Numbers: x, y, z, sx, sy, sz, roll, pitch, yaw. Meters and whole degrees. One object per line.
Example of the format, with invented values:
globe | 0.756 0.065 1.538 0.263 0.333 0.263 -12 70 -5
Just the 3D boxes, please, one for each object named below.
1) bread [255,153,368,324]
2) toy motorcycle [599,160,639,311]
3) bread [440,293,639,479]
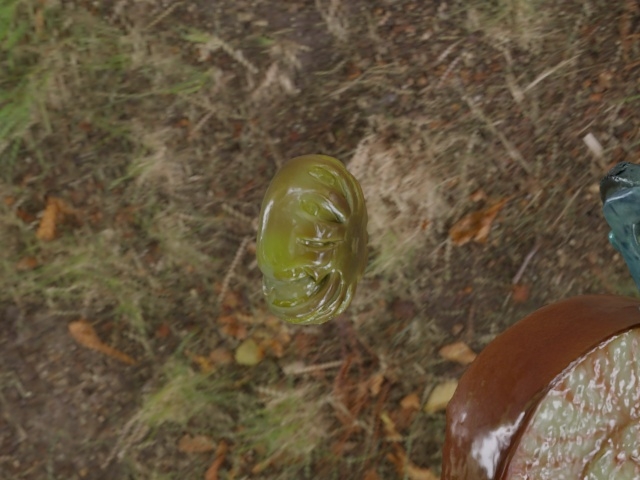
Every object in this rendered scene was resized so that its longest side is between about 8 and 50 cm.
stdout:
bread | 0.000 0.000 1.566 0.104 0.213 0.213 4 105 25
toy motorcycle | 0.343 0.027 1.029 0.260 0.206 0.154 46 75 -10
bread | 0.244 0.215 1.157 0.114 0.295 0.328 22 110 57
